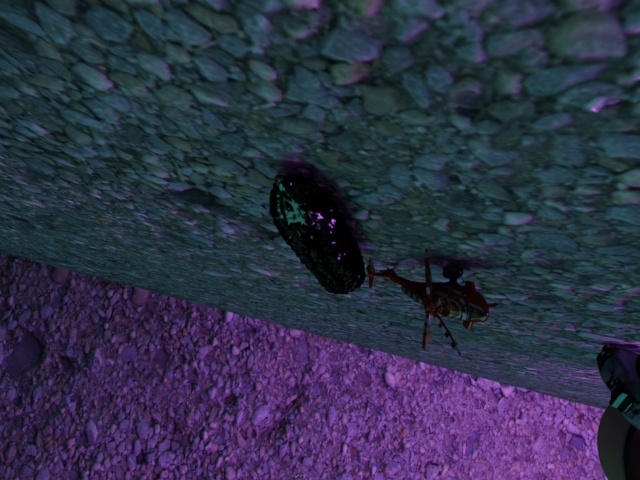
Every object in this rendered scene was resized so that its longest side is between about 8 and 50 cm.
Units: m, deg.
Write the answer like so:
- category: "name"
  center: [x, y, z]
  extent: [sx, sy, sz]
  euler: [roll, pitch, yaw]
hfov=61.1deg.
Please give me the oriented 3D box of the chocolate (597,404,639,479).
- category: "chocolate"
  center: [0.724, 0.416, 1.048]
  extent: [0.326, 0.314, 0.297]
  euler: [6, 173, 17]

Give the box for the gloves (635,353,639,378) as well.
- category: "gloves"
  center: [0.499, 0.178, 0.724]
  extent: [0.135, 0.107, 0.268]
  euler: [19, -175, 15]

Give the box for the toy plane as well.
- category: "toy plane"
  center: [0.137, 0.074, 0.704]
  extent: [0.077, 0.126, 0.194]
  euler: [-9, 177, -29]

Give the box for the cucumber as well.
- category: "cucumber"
  center: [0.001, 0.002, 0.602]
  extent: [0.072, 0.072, 0.300]
  euler: [11, 166, 15]

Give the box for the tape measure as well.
- category: "tape measure"
  center: [0.629, 0.273, 0.874]
  extent: [0.330, 0.164, 0.084]
  euler: [16, 131, 6]
